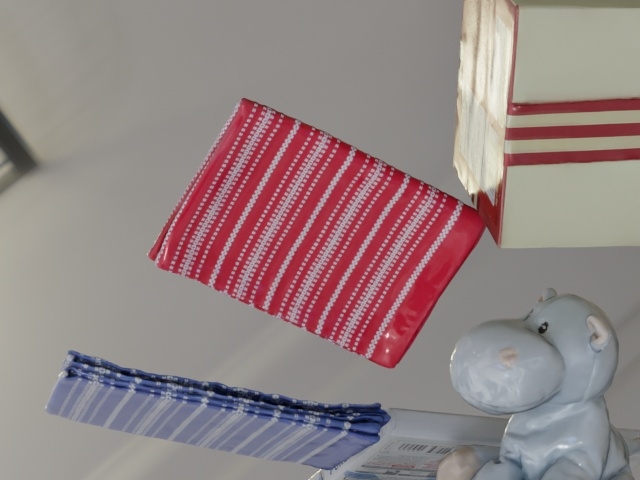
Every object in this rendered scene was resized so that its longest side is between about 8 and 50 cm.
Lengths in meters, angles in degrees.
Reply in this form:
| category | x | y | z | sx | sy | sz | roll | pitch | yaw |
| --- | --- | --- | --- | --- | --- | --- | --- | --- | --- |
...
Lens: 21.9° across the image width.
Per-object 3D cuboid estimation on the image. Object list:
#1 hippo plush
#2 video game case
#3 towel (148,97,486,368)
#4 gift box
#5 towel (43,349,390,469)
| category | x | y | z | sx | sy | sz | roll | pitch | yaw |
| --- | --- | --- | --- | --- | --- | --- | --- | --- | --- |
| hippo plush | 0.248 | 0.183 | 1.649 | 0.234 | 0.294 | 0.236 | -135 | 37 | -63 |
| video game case | 0.175 | 0.273 | 1.946 | 0.300 | 0.329 | 0.036 | 129 | 143 | -57 |
| towel | 0.000 | 0.000 | 1.576 | 0.275 | 0.199 | 0.031 | 25 | -156 | -18 |
| gift box | 0.271 | -0.114 | 1.472 | 0.276 | 0.258 | 0.255 | -106 | 16 | -62 |
| towel | -0.115 | 0.181 | 1.733 | 0.336 | 0.040 | 0.243 | 12 | 161 | -10 |
